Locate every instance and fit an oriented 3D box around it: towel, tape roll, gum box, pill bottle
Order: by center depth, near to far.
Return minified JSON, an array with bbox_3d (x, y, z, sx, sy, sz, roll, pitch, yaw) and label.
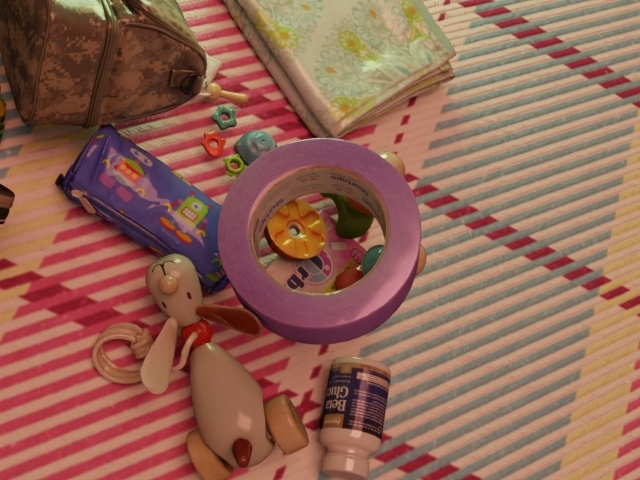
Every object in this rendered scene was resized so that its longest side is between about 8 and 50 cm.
[{"bbox_3d":[0.000,0.000,1.297,0.274,0.090,0.275,-1,68,3],"label":"tape roll"},{"bbox_3d":[0.049,0.267,1.411,0.094,0.094,0.170,18,65,-16],"label":"pill bottle"},{"bbox_3d":[-0.018,0.049,1.481,0.107,0.062,0.188,43,60,-3],"label":"gum box"},{"bbox_3d":[0.033,-0.383,1.647,0.320,0.090,0.375,-32,85,-29],"label":"towel"}]

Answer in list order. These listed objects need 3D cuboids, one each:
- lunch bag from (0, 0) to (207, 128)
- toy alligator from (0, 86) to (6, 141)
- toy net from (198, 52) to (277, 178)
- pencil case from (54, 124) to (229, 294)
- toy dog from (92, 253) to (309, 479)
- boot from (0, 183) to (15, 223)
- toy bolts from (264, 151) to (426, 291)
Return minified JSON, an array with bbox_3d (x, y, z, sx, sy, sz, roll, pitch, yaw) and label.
[{"bbox_3d":[-0.322,-0.319,1.378,0.256,0.213,0.305,-1,44,-32],"label":"lunch bag"},{"bbox_3d":[-0.485,-0.190,1.387,0.051,0.056,0.190,40,48,-54],"label":"toy alligator"},{"bbox_3d":[-0.169,-0.203,1.526,0.122,0.045,0.232,-35,85,-27],"label":"toy net"},{"bbox_3d":[-0.238,-0.041,1.391,0.306,0.119,0.133,36,49,-7],"label":"pencil case"},{"bbox_3d":[-0.152,0.189,1.280,0.333,0.161,0.220,43,89,-3],"label":"toy dog"},{"bbox_3d":[-0.587,0.034,1.162,0.377,0.138,0.284,4,100,-32],"label":"boot"},{"bbox_3d":[0.055,-0.012,1.401,0.218,0.158,0.229,-17,75,-35],"label":"toy bolts"}]
